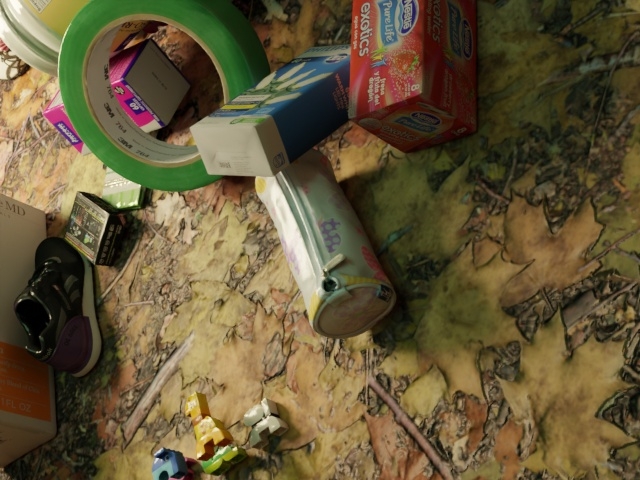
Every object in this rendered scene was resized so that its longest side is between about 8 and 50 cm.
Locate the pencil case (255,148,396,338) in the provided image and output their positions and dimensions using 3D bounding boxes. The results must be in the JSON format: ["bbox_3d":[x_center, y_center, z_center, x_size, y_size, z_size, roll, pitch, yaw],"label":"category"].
[{"bbox_3d":[0.000,0.000,1.456,0.113,0.124,0.273,-42,48,22],"label":"pencil case"}]

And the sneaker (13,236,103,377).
[{"bbox_3d":[-0.449,0.088,1.825,0.107,0.124,0.283,-42,48,20],"label":"sneaker"}]

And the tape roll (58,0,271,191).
[{"bbox_3d":[-0.234,-0.234,1.655,0.321,0.321,0.077,-31,12,29],"label":"tape roll"}]

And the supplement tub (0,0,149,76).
[{"bbox_3d":[-0.358,-0.439,1.759,0.331,0.241,0.241,-38,50,32],"label":"supplement tub"}]

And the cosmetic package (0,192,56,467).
[{"bbox_3d":[-0.593,0.132,1.866,0.161,0.230,0.453,-32,54,28],"label":"cosmetic package"}]

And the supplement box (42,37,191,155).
[{"bbox_3d":[-0.348,-0.241,1.869,0.220,0.111,0.114,-13,40,39],"label":"supplement box"}]

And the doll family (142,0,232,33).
[{"bbox_3d":[-0.219,-0.467,1.880,0.263,0.118,0.163,-23,75,33],"label":"doll family"}]

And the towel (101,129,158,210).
[{"bbox_3d":[-0.328,-0.123,1.887,0.113,0.023,0.152,-6,70,43],"label":"towel"}]

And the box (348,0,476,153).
[{"bbox_3d":[0.125,-0.263,1.455,0.123,0.128,0.257,-15,62,37],"label":"box"}]

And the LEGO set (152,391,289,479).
[{"bbox_3d":[-0.161,0.269,1.510,0.227,0.087,0.093,-38,51,23],"label":"LEGO set"}]

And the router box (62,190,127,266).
[{"bbox_3d":[-0.383,-0.020,1.862,0.122,0.038,0.092,31,106,45],"label":"router box"}]

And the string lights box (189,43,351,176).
[{"bbox_3d":[-0.037,-0.181,1.501,0.133,0.076,0.260,5,35,44],"label":"string lights box"}]

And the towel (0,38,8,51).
[{"bbox_3d":[-0.556,-0.444,2.138,0.197,0.029,0.144,-31,39,-11],"label":"towel"}]

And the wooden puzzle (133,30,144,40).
[{"bbox_3d":[-0.390,-0.482,2.083,0.239,0.044,0.221,10,78,44],"label":"wooden puzzle"}]

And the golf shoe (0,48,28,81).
[{"bbox_3d":[-0.621,-0.388,2.219,0.198,0.094,0.077,-21,60,37],"label":"golf shoe"}]
